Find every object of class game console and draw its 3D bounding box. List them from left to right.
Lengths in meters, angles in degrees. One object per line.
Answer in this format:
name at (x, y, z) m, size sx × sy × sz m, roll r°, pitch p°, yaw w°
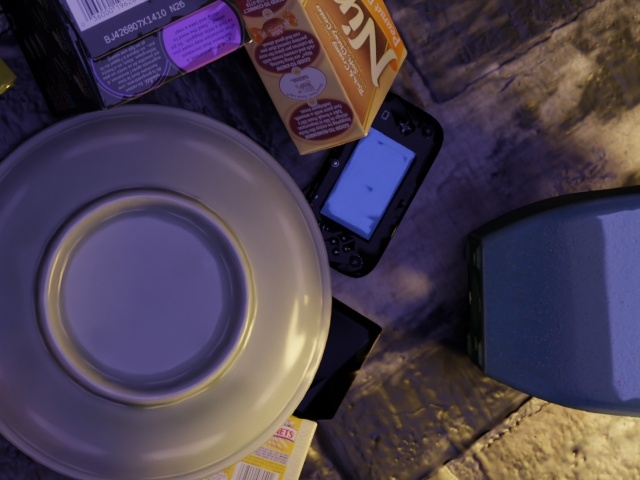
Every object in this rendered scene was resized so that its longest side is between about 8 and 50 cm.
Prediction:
game console at (0.000, 0.000, 1.947) m, size 0.213 × 0.044 × 0.361 m, roll 31°, pitch 82°, yaw -17°

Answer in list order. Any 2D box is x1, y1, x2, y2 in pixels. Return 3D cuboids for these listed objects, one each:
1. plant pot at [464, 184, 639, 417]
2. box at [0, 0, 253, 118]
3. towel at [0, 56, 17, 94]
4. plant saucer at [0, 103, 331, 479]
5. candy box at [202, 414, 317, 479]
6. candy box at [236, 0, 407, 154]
plant pot at (0.287, 0.062, 1.947) m, size 0.252 × 0.248 × 0.247 m, roll -1°, pitch 93°, yaw -2°
box at (-0.196, -0.217, 1.754) m, size 0.165 × 0.270 × 0.143 m, roll -27°, pitch 100°, yaw -16°
towel at (-0.408, -0.215, 1.768) m, size 0.102 × 0.021 × 0.237 m, roll -38°, pitch 80°, yaw -17°
plant saucer at (-0.180, 0.057, 1.828) m, size 0.400 × 0.100 × 0.401 m, roll 0°, pitch 88°, yaw -8°
candy box at (-0.114, 0.212, 1.925) m, size 0.205 × 0.027 × 0.105 m, roll 21°, pitch 83°, yaw -18°
candy box at (-0.029, -0.269, 1.819) m, size 0.316 × 0.087 × 0.183 m, roll 63°, pitch 29°, yaw -25°
